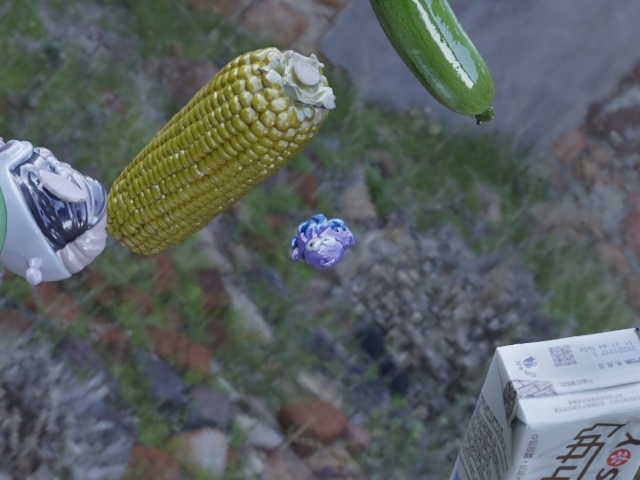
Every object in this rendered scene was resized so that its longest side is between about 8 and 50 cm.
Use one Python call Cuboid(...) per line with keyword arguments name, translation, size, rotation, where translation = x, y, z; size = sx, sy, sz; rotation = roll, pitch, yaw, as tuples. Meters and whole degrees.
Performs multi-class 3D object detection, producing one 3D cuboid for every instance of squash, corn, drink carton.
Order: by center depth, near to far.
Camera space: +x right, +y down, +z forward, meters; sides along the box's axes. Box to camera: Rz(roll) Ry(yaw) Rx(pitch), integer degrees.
Cuboid(name="corn", translation=(-0.135, -0.110, 1.747), size=(0.144, 0.387, 0.144), rotation=(25, 49, -33))
Cuboid(name="drink carton", translation=(0.294, 0.265, 1.779), size=(0.194, 0.324, 0.132), rotation=(-7, 50, -15))
Cuboid(name="squash", translation=(0.161, -0.304, 2.075), size=(0.395, 0.107, 0.107), rotation=(49, 10, -42))

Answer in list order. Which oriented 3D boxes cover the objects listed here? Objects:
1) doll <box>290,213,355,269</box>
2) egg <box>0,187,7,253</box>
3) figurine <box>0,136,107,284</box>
Cuboid(name="doll", translation=(0.000, 0.000, 2.377), size=(0.206, 0.110, 0.067), rotation=(-106, 178, -66))
Cuboid(name="egg", translation=(-0.530, -0.036, 1.860), size=(0.220, 0.220, 0.269), rotation=(32, 15, -36))
Cuboid(name="figurine", translation=(-0.519, -0.059, 2.456), size=(0.361, 0.211, 0.253), rotation=(27, -9, 38))
